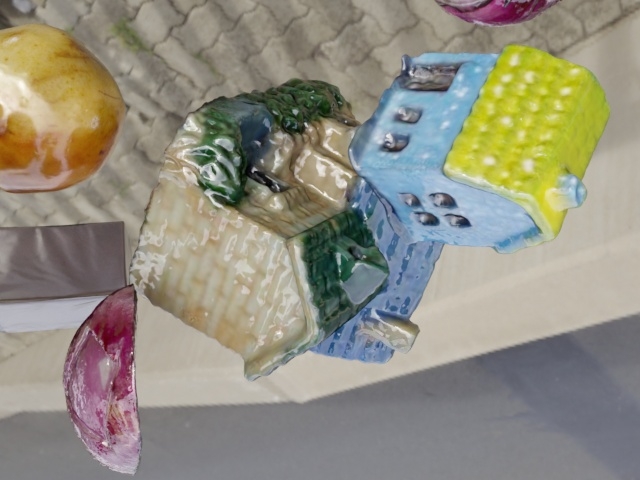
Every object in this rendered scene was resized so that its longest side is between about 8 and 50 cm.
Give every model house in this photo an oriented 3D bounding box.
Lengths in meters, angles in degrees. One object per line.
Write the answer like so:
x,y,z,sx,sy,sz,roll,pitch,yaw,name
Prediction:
0.000,0.000,1.330,0.399,0.445,0.395,33,114,18,model house
0.236,-0.118,1.138,0.303,0.237,0.215,9,150,41,model house

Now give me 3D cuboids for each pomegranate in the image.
-0.425,-0.193,1.217,0.264,0.264,0.264,10,145,7,pomegranate

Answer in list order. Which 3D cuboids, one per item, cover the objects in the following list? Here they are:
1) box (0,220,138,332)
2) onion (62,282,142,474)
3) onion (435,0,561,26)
-0.473,0.068,1.537,0.252,0.153,0.188,-3,159,-9,box
-0.305,0.191,1.163,0.111,0.250,0.247,0,154,-13,onion
0.236,-0.427,1.103,0.159,0.349,0.267,21,116,-45,onion
